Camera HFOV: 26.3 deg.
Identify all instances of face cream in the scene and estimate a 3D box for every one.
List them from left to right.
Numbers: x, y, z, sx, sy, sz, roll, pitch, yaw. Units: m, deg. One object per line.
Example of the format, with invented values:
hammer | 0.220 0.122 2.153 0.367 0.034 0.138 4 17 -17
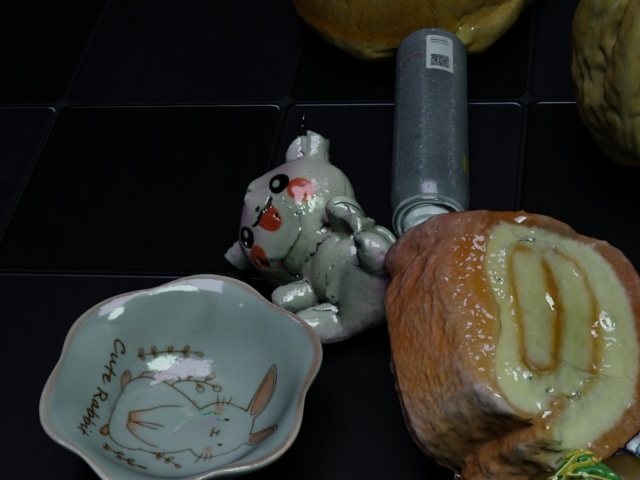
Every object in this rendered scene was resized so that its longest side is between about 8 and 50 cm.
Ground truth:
face cream | 0.104 -0.091 1.294 0.073 0.073 0.284 -3 44 8

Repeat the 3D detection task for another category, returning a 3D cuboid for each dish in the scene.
dish | -0.108 0.133 1.104 0.229 0.081 0.229 -3 44 3

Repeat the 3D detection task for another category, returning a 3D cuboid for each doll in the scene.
doll | 0.000 0.000 1.197 0.095 0.149 0.192 5 33 -49
doll | 0.149 0.146 0.771 0.078 0.077 0.113 -15 42 11

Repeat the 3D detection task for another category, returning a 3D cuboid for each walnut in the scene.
walnut | 0.336 -0.179 1.210 0.224 0.257 0.257 27 55 34

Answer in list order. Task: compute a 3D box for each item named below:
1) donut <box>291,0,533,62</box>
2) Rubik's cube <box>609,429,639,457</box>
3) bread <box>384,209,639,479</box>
donut | 0.104 -0.325 1.483 0.299 0.150 0.317 -15 43 -3
Rubik's cube | 0.218 0.257 0.832 0.184 0.187 0.182 -36 50 -21
bread | 0.155 0.092 1.039 0.190 0.123 0.244 10 54 -19
